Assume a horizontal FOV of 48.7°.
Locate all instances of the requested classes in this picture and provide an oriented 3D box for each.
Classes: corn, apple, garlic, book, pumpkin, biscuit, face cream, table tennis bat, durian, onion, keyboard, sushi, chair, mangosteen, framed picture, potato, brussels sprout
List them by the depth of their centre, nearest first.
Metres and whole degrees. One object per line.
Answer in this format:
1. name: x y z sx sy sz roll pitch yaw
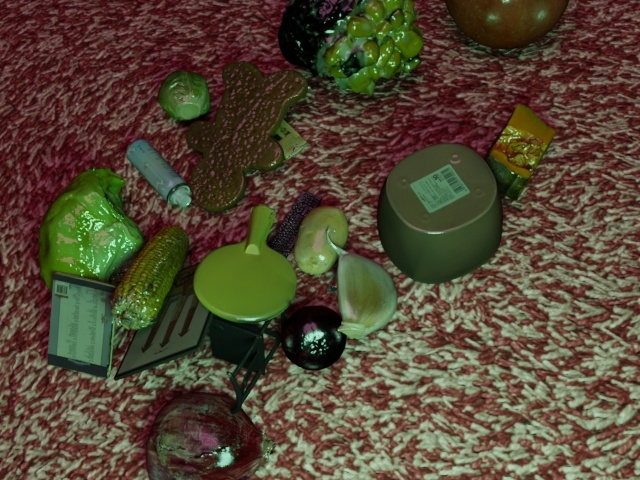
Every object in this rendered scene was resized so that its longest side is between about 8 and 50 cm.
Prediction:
1. onion: -0.238 0.430 1.510 0.284 0.120 0.227 -1 68 7
2. chair: -0.175 0.225 1.550 0.141 0.154 0.260 17 47 17
3. mangosteen: -0.017 0.214 1.583 0.153 0.152 0.152 -3 63 6
4. framed picture: -0.320 0.158 1.589 0.244 0.013 0.323 -23 31 25
5. table tennis bat: -0.159 0.046 1.599 0.224 0.054 0.368 8 42 -1
6. garlic: 0.096 0.094 1.618 0.129 0.148 0.266 -27 56 16
7. book: -0.553 0.198 1.648 0.158 0.026 0.231 12 104 11
8. corn: -0.395 0.079 1.656 0.115 0.115 0.317 3 38 10
9. potato: 0.000 0.000 1.696 0.119 0.109 0.178 21 68 3
10. durian: -0.563 -0.005 1.728 0.256 0.204 0.339 39 75 11
11. pumpkin: 0.474 -0.206 1.733 0.131 0.126 0.248 31 55 15
12. keyboard: -0.067 -0.041 1.777 0.060 0.018 0.195 24 70 16
13. sushi: 0.086 -0.526 1.833 0.329 0.328 0.285 -32 75 -10
14. face cream: -0.419 -0.171 1.858 0.075 0.075 0.229 -40 64 -12
15. apple: 0.492 -0.686 1.875 0.349 0.277 0.348 -3 61 5
16. biscuit: -0.215 -0.270 1.875 0.283 0.064 0.432 16 78 16
17. brussels sprout: -0.377 -0.400 1.944 0.155 0.117 0.155 -7 47 8

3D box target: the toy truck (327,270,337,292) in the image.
1. toy truck: 0.046 0.090 1.691 0.032 0.024 0.083 9 61 37

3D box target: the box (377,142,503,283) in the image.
1. box: 0.279 -0.073 1.636 0.301 0.216 0.300 -2 63 5

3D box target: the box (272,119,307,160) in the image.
1. box: -0.105 -0.280 1.899 0.073 0.020 0.149 -37 64 -11
